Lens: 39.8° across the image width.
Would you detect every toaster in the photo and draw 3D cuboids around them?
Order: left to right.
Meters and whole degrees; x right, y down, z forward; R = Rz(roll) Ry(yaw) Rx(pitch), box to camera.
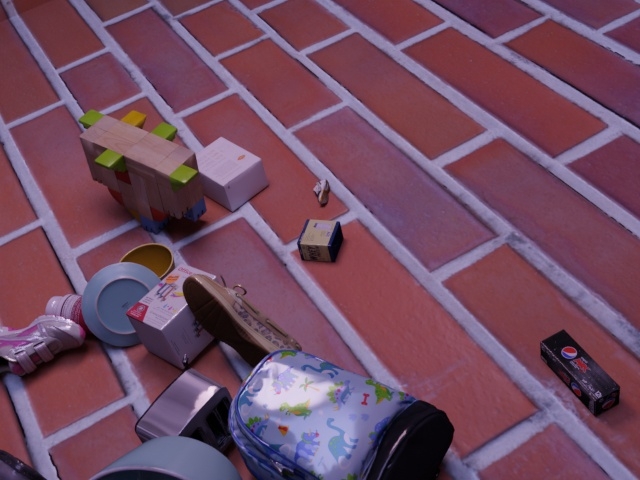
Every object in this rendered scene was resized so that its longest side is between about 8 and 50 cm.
[{"bbox_3d":[-0.246,0.348,1.668,0.110,0.186,0.168,17,51,35],"label":"toaster"}]

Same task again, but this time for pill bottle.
[{"bbox_3d":[-0.542,0.167,2.006,0.151,0.086,0.086,6,47,21],"label":"pill bottle"}]

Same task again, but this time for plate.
[{"bbox_3d":[-0.429,0.142,1.940,0.188,0.188,0.024,-25,10,-11],"label":"plate"}]

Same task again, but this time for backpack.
[{"bbox_3d":[0.007,0.350,1.579,0.355,0.273,0.290,13,55,42],"label":"backpack"}]

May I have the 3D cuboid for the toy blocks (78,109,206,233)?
[{"bbox_3d":[-0.429,-0.140,2.186,0.381,0.261,0.191,23,52,25],"label":"toy blocks"}]

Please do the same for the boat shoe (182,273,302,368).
[{"bbox_3d":[-0.164,0.167,1.826,0.285,0.104,0.089,45,47,-4],"label":"boat shoe"}]

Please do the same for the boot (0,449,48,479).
[{"bbox_3d":[-0.630,0.507,1.599,0.338,0.118,0.223,-24,27,49],"label":"boot"}]

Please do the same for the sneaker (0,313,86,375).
[{"bbox_3d":[-0.638,0.244,1.952,0.252,0.103,0.111,-14,47,10],"label":"sneaker"}]

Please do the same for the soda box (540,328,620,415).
[{"bbox_3d":[0.489,0.248,1.669,0.060,0.053,0.169,-25,45,-12],"label":"soda box"}]

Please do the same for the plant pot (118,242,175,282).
[{"bbox_3d":[-0.391,0.086,2.041,0.134,0.095,0.134,-7,44,7],"label":"plant pot"}]

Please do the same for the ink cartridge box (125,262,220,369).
[{"bbox_3d":[-0.298,0.160,1.909,0.128,0.127,0.176,17,50,40],"label":"ink cartridge box"}]

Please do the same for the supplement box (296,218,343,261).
[{"bbox_3d":[0.000,0.000,2.054,0.083,0.056,0.083,4,46,19],"label":"supplement box"}]

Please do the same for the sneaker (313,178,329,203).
[{"bbox_3d":[-0.001,-0.118,2.201,0.036,0.032,0.083,-14,36,21],"label":"sneaker"}]

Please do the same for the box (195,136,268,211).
[{"bbox_3d":[-0.242,-0.172,2.272,0.130,0.091,0.170,-38,48,-24],"label":"box"}]

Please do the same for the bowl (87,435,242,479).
[{"bbox_3d":[-0.247,0.459,1.506,0.311,0.312,0.163,-1,24,14],"label":"bowl"}]
